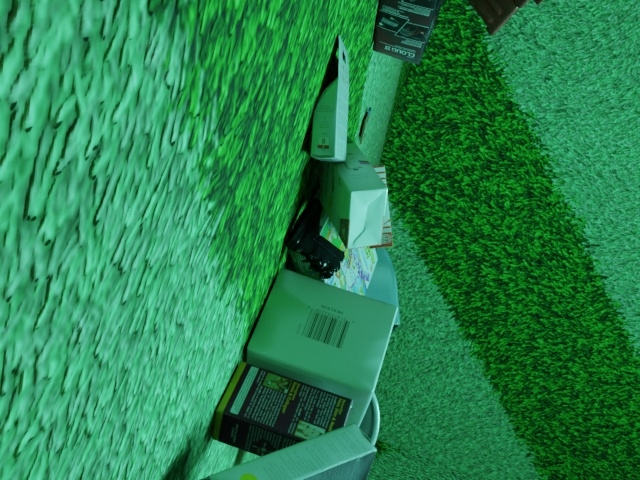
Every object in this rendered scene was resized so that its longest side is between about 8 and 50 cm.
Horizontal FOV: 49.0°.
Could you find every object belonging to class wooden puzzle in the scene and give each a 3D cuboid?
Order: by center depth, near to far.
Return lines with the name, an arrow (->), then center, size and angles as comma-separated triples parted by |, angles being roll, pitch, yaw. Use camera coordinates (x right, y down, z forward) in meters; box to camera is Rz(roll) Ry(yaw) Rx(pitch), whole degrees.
wooden puzzle -> 0.114, -0.300, 1.822 | 0.078, 0.014, 0.116 | -72, 177, -51

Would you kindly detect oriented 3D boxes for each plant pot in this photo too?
plant pot -> 0.112, 0.139, 2.141 | 0.248, 0.247, 0.252 | 82, 10, -77

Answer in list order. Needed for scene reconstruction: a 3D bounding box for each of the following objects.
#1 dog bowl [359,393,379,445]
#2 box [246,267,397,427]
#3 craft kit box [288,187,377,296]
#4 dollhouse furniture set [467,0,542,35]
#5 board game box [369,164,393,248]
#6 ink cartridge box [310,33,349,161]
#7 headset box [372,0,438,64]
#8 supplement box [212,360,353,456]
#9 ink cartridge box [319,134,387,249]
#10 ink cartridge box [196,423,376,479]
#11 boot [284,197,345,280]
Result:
dog bowl -> -0.008, 0.377, 1.508 | 0.104, 0.265, 0.265 | 87, 22, -82
box -> -0.011, 0.235, 1.271 | 0.345, 0.215, 0.168 | 101, 8, -55
craft kit box -> 0.034, 0.028, 1.366 | 0.246, 0.061, 0.250 | -69, 149, -45
dollhouse furniture set -> 0.281, -0.574, 1.218 | 0.201, 0.374, 0.152 | -35, 178, -37
board game box -> 0.104, -0.063, 1.329 | 0.193, 0.045, 0.147 | -50, 134, -85
ink cartridge box -> 0.015, -0.213, 1.084 | 0.145, 0.045, 0.179 | -27, 116, -81
headset box -> 0.195, -0.515, 1.394 | 0.293, 0.110, 0.218 | 95, 14, -66
supplement box -> -0.057, 0.274, 1.074 | 0.104, 0.188, 0.081 | -65, 172, -49
ink cartridge box -> 0.046, -0.089, 1.206 | 0.198, 0.067, 0.115 | -117, -156, -51
ink cartridge box -> -0.088, 0.413, 0.934 | 0.307, 0.072, 0.303 | -9, 125, -40
boot -> 0.000, 0.000, 1.187 | 0.045, 0.099, 0.121 | -34, -157, 48
